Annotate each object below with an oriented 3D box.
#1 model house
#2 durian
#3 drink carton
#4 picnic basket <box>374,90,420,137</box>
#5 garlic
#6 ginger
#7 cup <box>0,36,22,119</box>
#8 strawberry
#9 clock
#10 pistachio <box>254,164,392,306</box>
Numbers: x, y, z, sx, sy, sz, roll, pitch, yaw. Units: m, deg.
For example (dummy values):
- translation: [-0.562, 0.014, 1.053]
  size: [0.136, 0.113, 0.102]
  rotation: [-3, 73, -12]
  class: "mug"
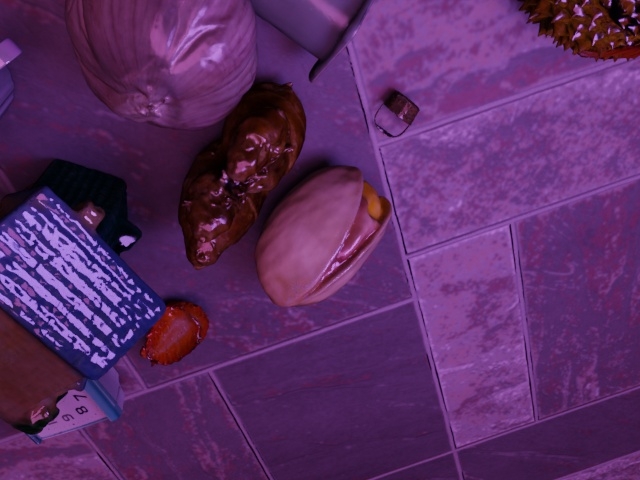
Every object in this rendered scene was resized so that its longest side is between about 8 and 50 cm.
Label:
- translation: [-0.454, 0.055, 1.000]
  size: [0.343, 0.382, 0.334]
  rotation: [-30, 122, 9]
  class: "model house"
- translation: [0.492, -0.470, 0.928]
  size: [0.384, 0.347, 0.347]
  rotation: [34, 111, 2]
  class: "durian"
- translation: [-0.022, -0.405, 0.936]
  size: [0.190, 0.185, 0.191]
  rotation: [30, 71, -11]
  class: "drink carton"
- translation: [0.148, -0.244, 1.127]
  size: [0.072, 0.072, 0.083]
  rotation: [31, 111, -26]
  class: "picnic basket"
- translation: [-0.241, -0.303, 0.878]
  size: [0.318, 0.259, 0.317]
  rotation: [10, 162, 3]
  class: "garlic"
- translation: [-0.146, -0.112, 1.025]
  size: [0.152, 0.274, 0.357]
  rotation: [29, 112, -20]
  class: "ginger"
- translation: [-0.566, -0.231, 0.910]
  size: [0.221, 0.202, 0.166]
  rotation: [-8, 122, -7]
  class: "cup"
- translation: [-0.332, 0.204, 1.300]
  size: [0.121, 0.082, 0.188]
  rotation: [44, 115, -9]
  class: "strawberry"
- translation: [-0.605, 0.316, 1.293]
  size: [0.231, 0.116, 0.262]
  rotation: [-20, 121, 7]
  class: "clock"
- translation: [0.000, 0.000, 1.150]
  size: [0.309, 0.230, 0.230]
  rotation: [-45, 119, 6]
  class: "pistachio"
